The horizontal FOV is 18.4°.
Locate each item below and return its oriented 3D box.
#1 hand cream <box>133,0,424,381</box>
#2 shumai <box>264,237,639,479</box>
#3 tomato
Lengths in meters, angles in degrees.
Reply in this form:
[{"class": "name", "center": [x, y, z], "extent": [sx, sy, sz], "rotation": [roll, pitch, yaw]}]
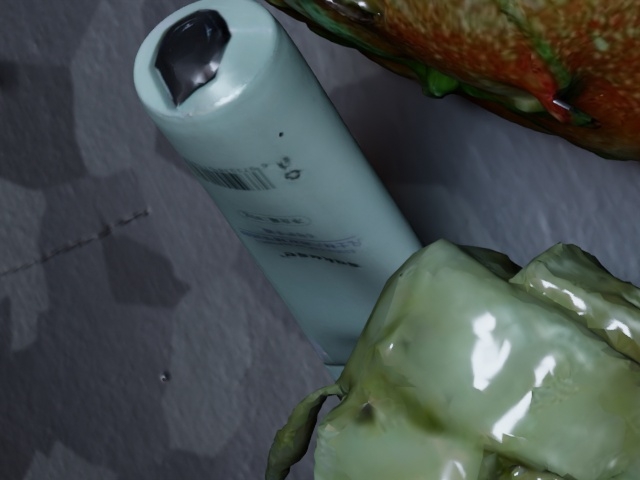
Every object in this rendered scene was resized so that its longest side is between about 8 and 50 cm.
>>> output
[{"class": "hand cream", "center": [0.000, 0.000, 0.966], "extent": [0.109, 0.321, 0.067], "rotation": [3, 58, 26]}, {"class": "shumai", "center": [0.114, 0.167, 0.875], "extent": [0.395, 0.395, 0.348], "rotation": [-31, 78, 29]}, {"class": "tomato", "center": [0.096, -0.178, 0.894], "extent": [0.303, 0.303, 0.239], "rotation": [25, 94, 23]}]
